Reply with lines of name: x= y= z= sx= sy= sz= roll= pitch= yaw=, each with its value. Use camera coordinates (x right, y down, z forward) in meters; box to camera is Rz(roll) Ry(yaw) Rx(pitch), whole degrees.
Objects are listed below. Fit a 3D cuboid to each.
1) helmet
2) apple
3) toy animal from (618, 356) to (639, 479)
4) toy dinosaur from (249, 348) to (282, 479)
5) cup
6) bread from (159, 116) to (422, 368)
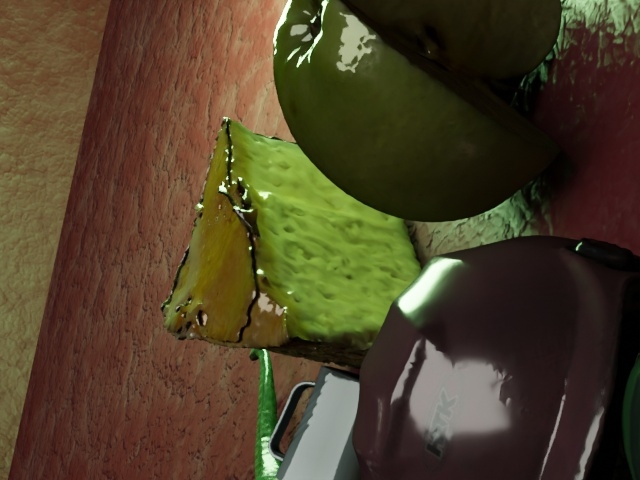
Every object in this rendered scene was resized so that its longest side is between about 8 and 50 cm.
helmet: x=0.123 y=0.115 z=1.114 sx=0.338 sy=0.197 sz=0.271 roll=-8 pitch=-65 yaw=-71
apple: x=0.083 y=-0.157 z=1.483 sx=0.233 sy=0.258 sz=0.295 roll=-47 pitch=33 yaw=48
toy animal: x=0.295 y=0.133 z=0.860 sx=0.338 sy=0.216 sz=0.191 roll=-164 pitch=65 yaw=-71
toy dinosaur: x=-0.027 y=0.258 z=1.689 sx=0.447 sy=0.087 sz=0.300 roll=-1 pitch=66 yaw=65
cup: x=0.014 y=0.195 z=1.560 sx=0.128 sy=0.095 sz=0.129 roll=20 pitch=88 yaw=31
bread: x=0.000 y=0.000 z=1.592 sx=0.315 sy=0.248 sz=0.279 roll=-14 pitch=63 yaw=60
